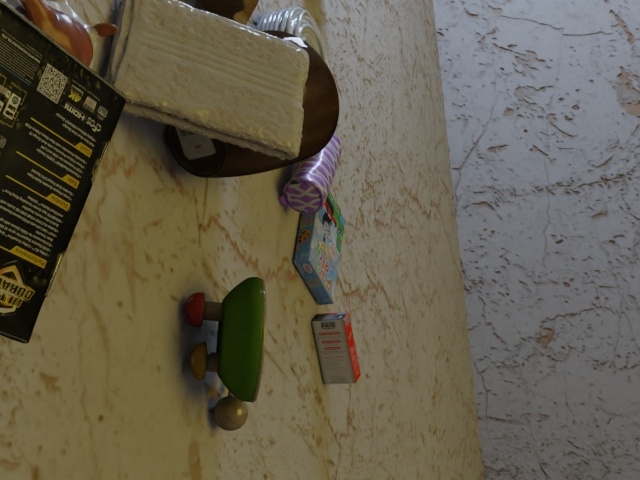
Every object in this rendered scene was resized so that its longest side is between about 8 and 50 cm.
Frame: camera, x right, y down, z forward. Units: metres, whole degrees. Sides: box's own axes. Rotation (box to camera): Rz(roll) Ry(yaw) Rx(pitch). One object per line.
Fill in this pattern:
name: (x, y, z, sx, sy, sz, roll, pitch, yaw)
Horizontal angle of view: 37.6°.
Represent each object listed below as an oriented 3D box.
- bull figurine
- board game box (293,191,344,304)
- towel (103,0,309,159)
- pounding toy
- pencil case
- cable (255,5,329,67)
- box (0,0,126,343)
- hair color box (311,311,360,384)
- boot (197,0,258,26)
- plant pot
bull figurine: (-0.314, -0.181, 0.967, 0.188, 0.101, 0.310, 57, 32, -47)
board game box: (0.000, 0.000, 1.915, 0.160, 0.039, 0.211, 62, 30, -49)
towel: (-0.150, -0.223, 1.283, 0.282, 0.049, 0.187, 17, 60, -21)
pounding toy: (-0.150, 0.158, 1.389, 0.237, 0.110, 0.183, 107, -16, -48)
pencil case: (-0.016, -0.134, 1.831, 0.086, 0.088, 0.206, 65, 27, -29)
cable: (-0.050, -0.309, 1.782, 0.257, 0.089, 0.257, 12, 73, -71)
box: (-0.326, -0.084, 0.775, 0.322, 0.079, 0.257, 37, 69, -55)
hair color box: (0.032, 0.218, 1.897, 0.043, 0.072, 0.141, -48, 130, -64)
boot: (-0.132, -0.463, 1.507, 0.248, 0.090, 0.207, 88, 15, -84)
plant pot: (-0.121, -0.185, 1.415, 0.230, 0.215, 0.215, -38, 122, -51)
